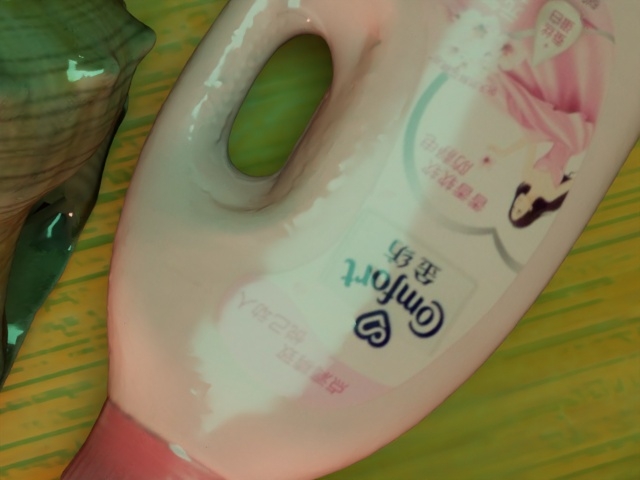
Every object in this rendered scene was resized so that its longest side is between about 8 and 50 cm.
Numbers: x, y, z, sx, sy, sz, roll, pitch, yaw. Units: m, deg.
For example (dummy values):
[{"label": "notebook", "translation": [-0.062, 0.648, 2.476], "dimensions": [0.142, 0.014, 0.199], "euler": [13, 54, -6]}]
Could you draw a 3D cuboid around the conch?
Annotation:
[{"label": "conch", "translation": [-0.124, -0.046, 0.599], "dimensions": [0.114, 0.234, 0.137], "euler": [29, 43, 9]}]

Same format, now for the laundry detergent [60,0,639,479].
[{"label": "laundry detergent", "translation": [0.000, 0.000, 0.623], "dimensions": [0.159, 0.088, 0.335], "euler": [35, 83, 0]}]
